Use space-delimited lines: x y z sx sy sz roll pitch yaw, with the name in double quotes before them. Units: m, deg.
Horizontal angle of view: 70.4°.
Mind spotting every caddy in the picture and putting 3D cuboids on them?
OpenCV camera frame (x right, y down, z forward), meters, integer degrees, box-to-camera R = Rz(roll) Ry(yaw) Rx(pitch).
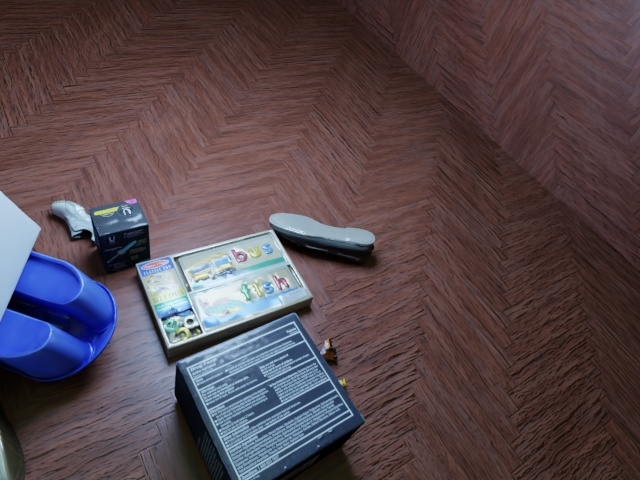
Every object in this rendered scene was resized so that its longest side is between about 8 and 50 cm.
"caddy" -0.628 0.165 1.003 0.342 0.179 0.241 15 61 14

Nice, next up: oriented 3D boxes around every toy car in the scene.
"toy car" 0.027 0.317 1.162 0.041 0.060 0.122 -22 46 6

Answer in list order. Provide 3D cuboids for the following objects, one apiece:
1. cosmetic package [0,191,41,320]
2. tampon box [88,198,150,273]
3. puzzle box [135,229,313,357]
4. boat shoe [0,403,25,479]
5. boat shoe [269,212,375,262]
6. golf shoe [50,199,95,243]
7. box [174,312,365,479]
"cosmetic package" -0.737 0.095 0.863 0.217 0.156 0.384 2 57 6
"tampon box" -0.527 -0.011 1.201 0.121 0.161 0.101 -18 58 -30
"puzzle box" -0.258 0.123 1.242 0.409 0.052 0.272 -17 56 -29
"boat shoe" -0.664 0.368 0.870 0.098 0.109 0.302 -31 59 -30
"boat shoe" 0.000 0.000 1.410 0.336 0.095 0.112 12 32 -1
"golf shoe" -0.677 -0.051 1.256 0.176 0.069 0.086 20 53 2
"box" -0.120 0.362 0.987 0.296 0.182 0.294 -18 59 -31
